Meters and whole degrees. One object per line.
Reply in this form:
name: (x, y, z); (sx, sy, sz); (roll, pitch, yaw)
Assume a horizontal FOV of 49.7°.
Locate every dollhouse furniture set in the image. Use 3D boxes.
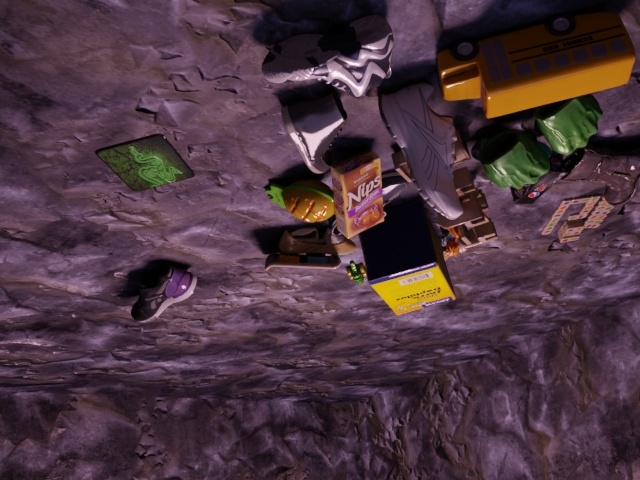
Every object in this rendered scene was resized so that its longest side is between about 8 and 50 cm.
dollhouse furniture set: (0.281, -0.103, 1.586); (0.161, 0.242, 0.212); (-19, 161, 19)

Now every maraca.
maraca: (-0.043, -0.099, 1.667); (0.186, 0.099, 0.127); (9, 151, 18)

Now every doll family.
doll family: (0.350, -0.048, 1.842); (0.119, 0.163, 0.263); (-6, 155, -9)

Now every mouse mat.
mouse mat: (-0.374, -0.164, 1.496); (0.153, 0.007, 0.189); (-14, 156, 7)

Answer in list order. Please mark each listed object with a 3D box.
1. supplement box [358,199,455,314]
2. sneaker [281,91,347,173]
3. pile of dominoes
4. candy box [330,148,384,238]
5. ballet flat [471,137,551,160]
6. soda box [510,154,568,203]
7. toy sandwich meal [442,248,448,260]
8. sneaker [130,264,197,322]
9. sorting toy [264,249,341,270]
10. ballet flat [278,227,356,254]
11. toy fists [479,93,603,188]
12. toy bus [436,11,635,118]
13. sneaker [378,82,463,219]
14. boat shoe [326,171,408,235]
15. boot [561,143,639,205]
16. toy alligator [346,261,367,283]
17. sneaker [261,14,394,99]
supplement box: (0.252, 0.061, 2.003); (0.195, 0.194, 0.356); (-17, 155, 13)
sneaker: (0.012, -0.217, 1.439); (0.118, 0.083, 0.222); (-17, 154, 13)
pile of dominoes: (0.809, -0.066, 2.135); (0.196, 0.040, 0.251); (-9, 156, -3)
candy box: (0.087, -0.107, 1.612); (0.109, 0.053, 0.186); (-27, 132, -21)
ballet flat: (0.448, -0.210, 1.649); (0.203, 0.074, 0.074); (1, 153, -20)
soda box: (0.572, -0.158, 1.823); (0.060, 0.053, 0.169); (0, 153, -20)
toy sandwich meal: (0.378, 0.047, 2.229); (0.086, 0.029, 0.085); (-5, 152, -3)
sneaker: (-0.495, 0.144, 2.040); (0.283, 0.107, 0.124); (-32, 133, 33)
sorting toy: (-0.052, 0.050, 1.946); (0.208, 0.038, 0.193); (-2, -173, -3)
ballet flat: (0.000, 0.000, 1.926); (0.232, 0.080, 0.073); (-2, 125, -23)
toy fists: (0.488, -0.223, 1.536); (0.279, 0.096, 0.142); (-40, 126, 18)
toy bus: (0.393, -0.324, 1.298); (0.333, 0.130, 0.108); (-13, 155, 7)
sneaker: (0.227, -0.181, 1.402); (0.129, 0.297, 0.111); (-26, -168, 10)
boat shoe: (0.119, -0.092, 1.757); (0.255, 0.079, 0.095); (-25, 146, 27)
boot: (0.735, -0.179, 1.829); (0.229, 0.091, 0.263); (-2, 151, -6)
toy alligator: (0.125, 0.122, 2.259); (0.056, 0.051, 0.189); (-14, 155, 9)
sneaker: (0.023, -0.301, 1.245); (0.235, 0.094, 0.153); (-22, 146, 1)
